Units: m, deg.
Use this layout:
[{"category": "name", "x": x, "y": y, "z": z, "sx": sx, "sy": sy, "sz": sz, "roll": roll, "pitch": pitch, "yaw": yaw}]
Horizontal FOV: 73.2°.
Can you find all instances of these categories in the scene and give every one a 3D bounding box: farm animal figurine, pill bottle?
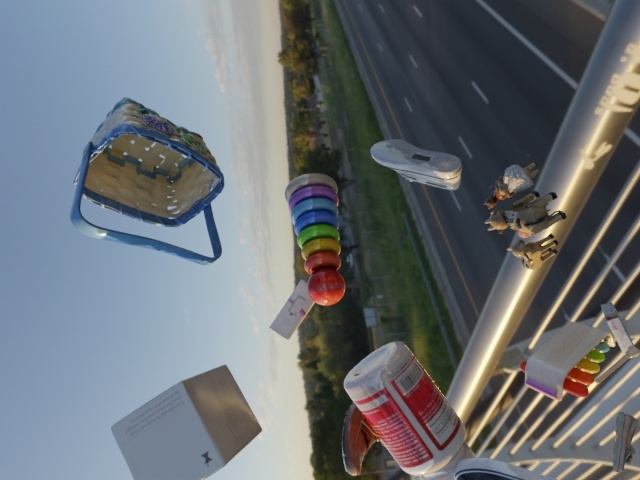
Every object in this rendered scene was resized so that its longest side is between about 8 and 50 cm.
[{"category": "farm animal figurine", "x": 0.639, "y": -0.056, "z": 1.386, "sx": 0.330, "sy": 0.172, "sz": 0.327, "roll": 61, "pitch": -179, "yaw": 8}, {"category": "pill bottle", "x": 0.272, "y": 0.524, "z": 1.276, "sx": 0.407, "sy": 0.229, "sz": 0.229, "roll": 54, "pitch": 174, "yaw": 4}]

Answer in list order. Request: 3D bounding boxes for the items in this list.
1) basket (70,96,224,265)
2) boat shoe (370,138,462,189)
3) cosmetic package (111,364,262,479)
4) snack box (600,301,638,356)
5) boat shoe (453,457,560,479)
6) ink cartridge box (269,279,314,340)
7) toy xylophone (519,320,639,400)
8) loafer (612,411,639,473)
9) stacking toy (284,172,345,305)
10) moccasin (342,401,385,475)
[{"category": "basket", "x": -0.306, "y": -0.101, "z": 0.777, "sx": 0.255, "sy": 0.201, "sz": 0.289, "roll": 22, "pitch": -136, "yaw": -46}, {"category": "boat shoe", "x": 0.254, "y": -0.200, "z": 1.161, "sx": 0.096, "sy": 0.268, "sz": 0.088, "roll": -52, "pitch": -37, "yaw": -26}, {"category": "cosmetic package", "x": -0.227, "y": 0.335, "z": 0.766, "sx": 0.151, "sy": 0.151, "sz": 0.184, "roll": 57, "pitch": -175, "yaw": 13}, {"category": "snack box", "x": 0.911, "y": 0.273, "z": 1.317, "sx": 0.141, "sy": 0.037, "sz": 0.100, "roll": 59, "pitch": -151, "yaw": -7}, {"category": "boat shoe", "x": 0.383, "y": 0.504, "z": 0.811, "sx": 0.102, "sy": 0.301, "sz": 0.108, "roll": -44, "pitch": -63, "yaw": -39}, {"category": "ink cartridge box", "x": -0.058, "y": 0.176, "z": 1.213, "sx": 0.198, "sy": 0.067, "sz": 0.115, "roll": -56, "pitch": -4, "yaw": -6}, {"category": "toy xylophone", "x": 0.772, "y": 0.356, "z": 1.289, "sx": 0.236, "sy": 0.323, "sz": 0.081, "roll": 28, "pitch": 139, "yaw": 64}, {"category": "loafer", "x": 0.623, "y": 0.412, "z": 0.876, "sx": 0.125, "sy": 0.039, "sz": 0.045, "roll": -59, "pitch": -34, "yaw": -32}, {"category": "stacking toy", "x": 0.000, "y": 0.000, "z": 1.066, "sx": 0.141, "sy": 0.141, "sz": 0.330, "roll": 90, "pitch": 171, "yaw": -61}, {"category": "moccasin", "x": 0.168, "y": 0.614, "z": 1.447, "sx": 0.380, "sy": 0.147, "sz": 0.139, "roll": -41, "pitch": -49, "yaw": -63}]
